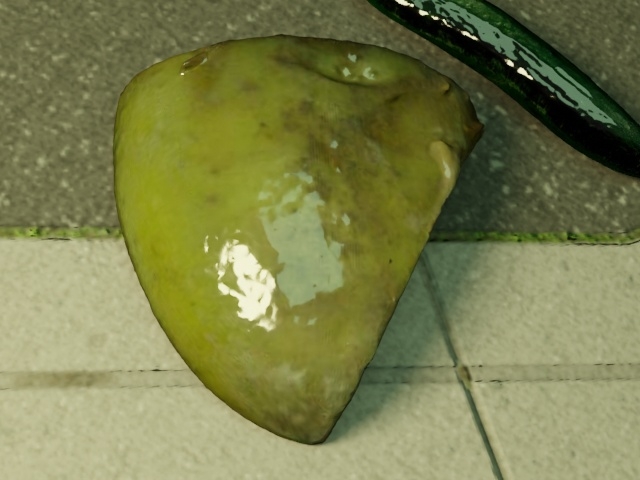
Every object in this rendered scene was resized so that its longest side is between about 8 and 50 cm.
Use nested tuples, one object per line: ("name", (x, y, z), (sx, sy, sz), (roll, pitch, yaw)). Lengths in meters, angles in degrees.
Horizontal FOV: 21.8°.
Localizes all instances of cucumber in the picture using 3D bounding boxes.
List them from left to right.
("cucumber", (0.144, -0.136, 1.262), (0.284, 0.056, 0.056), (35, 57, 4))

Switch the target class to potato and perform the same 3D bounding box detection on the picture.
("potato", (0.000, 0.000, 1.107), (0.269, 0.112, 0.255), (4, 60, -12))
